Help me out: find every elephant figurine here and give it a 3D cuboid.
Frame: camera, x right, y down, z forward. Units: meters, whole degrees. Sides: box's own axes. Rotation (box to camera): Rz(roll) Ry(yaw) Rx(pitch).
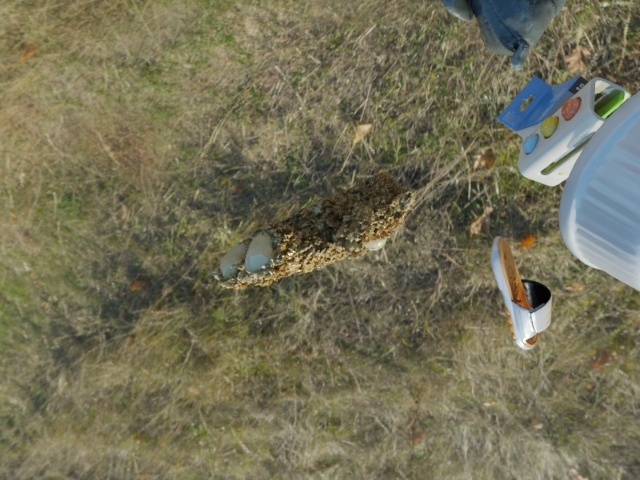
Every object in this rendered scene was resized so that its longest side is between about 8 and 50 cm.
[{"bbox_3d":[0.279,-0.435,0.871,0.239,0.186,0.169,39,100,-22],"label":"elephant figurine"}]

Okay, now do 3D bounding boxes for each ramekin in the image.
[{"bbox_3d":[0.435,-0.049,0.608,0.273,0.127,0.273,-11,127,-14],"label":"ramekin"}]

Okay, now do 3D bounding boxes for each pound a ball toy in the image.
[{"bbox_3d":[0.604,-0.238,1.247,0.136,0.208,0.319,20,156,-6],"label":"pound a ball toy"}]

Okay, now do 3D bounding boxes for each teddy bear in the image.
[{"bbox_3d":[0.000,0.000,0.799,0.245,0.338,0.113,-25,91,40],"label":"teddy bear"}]

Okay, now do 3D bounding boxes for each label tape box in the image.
[{"bbox_3d":[0.752,-0.370,1.581,0.334,0.240,0.106,40,160,10],"label":"label tape box"}]

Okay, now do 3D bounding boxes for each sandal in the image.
[{"bbox_3d":[0.396,0.107,0.993,0.076,0.102,0.265,-6,124,38],"label":"sandal"}]
